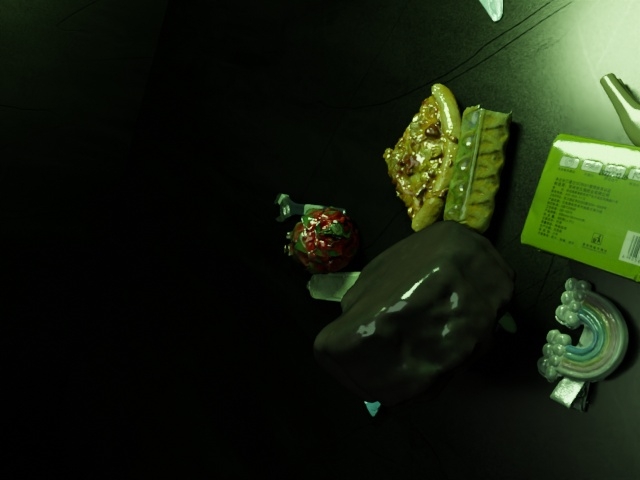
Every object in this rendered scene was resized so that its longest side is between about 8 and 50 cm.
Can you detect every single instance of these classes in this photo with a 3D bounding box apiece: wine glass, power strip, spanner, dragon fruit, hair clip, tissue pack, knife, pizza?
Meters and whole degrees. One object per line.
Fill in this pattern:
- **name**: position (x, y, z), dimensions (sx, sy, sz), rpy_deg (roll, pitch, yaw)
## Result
- **wine glass**: position (0.306, 0.196, 1.172), dimensions (0.155, 0.073, 0.073), rpy_deg (-47, 51, 34)
- **power strip**: position (0.067, 0.119, 1.488), dimensions (0.286, 0.048, 0.080), rpy_deg (-3, 79, 50)
- **spanner**: position (-0.035, -0.078, 1.668), dimensions (0.316, 0.024, 0.087), rpy_deg (13, 95, 49)
- **dragon fruit**: position (0.007, 0.001, 1.490), dimensions (0.189, 0.182, 0.182), rpy_deg (29, 105, 42)
- **hair clip**: position (0.455, 0.184, 1.024), dimensions (0.140, 0.054, 0.220), rpy_deg (24, 98, 56)
- **tissue pack**: position (0.491, -0.037, 0.924), dimensions (0.275, 0.167, 0.200), rpy_deg (26, 101, 50)
- **knife**: position (0.331, -0.615, 1.326), dimensions (0.080, 0.044, 0.331), rpy_deg (-43, 58, 27)
- **pizza**: position (0.220, -0.181, 1.337), dimensions (0.226, 0.086, 0.335), rpy_deg (9, 92, 49)

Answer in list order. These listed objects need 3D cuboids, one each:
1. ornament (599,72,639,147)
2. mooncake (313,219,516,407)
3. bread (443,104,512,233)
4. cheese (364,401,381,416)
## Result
- **ornament**: position (0.591, -0.220, 0.922), dimensions (0.230, 0.061, 0.245), rpy_deg (-37, 56, 37)
- **mooncake**: position (0.184, 0.131, 1.113), dimensions (0.212, 0.381, 0.350), rpy_deg (46, 145, -3)
- **bread**: position (0.316, -0.136, 1.211), dimensions (0.087, 0.098, 0.269), rpy_deg (-30, -49, -87)
- **cheese**: position (0.163, 0.285, 1.341), dimensions (0.244, 0.052, 0.135), rpy_deg (-52, 45, 32)
